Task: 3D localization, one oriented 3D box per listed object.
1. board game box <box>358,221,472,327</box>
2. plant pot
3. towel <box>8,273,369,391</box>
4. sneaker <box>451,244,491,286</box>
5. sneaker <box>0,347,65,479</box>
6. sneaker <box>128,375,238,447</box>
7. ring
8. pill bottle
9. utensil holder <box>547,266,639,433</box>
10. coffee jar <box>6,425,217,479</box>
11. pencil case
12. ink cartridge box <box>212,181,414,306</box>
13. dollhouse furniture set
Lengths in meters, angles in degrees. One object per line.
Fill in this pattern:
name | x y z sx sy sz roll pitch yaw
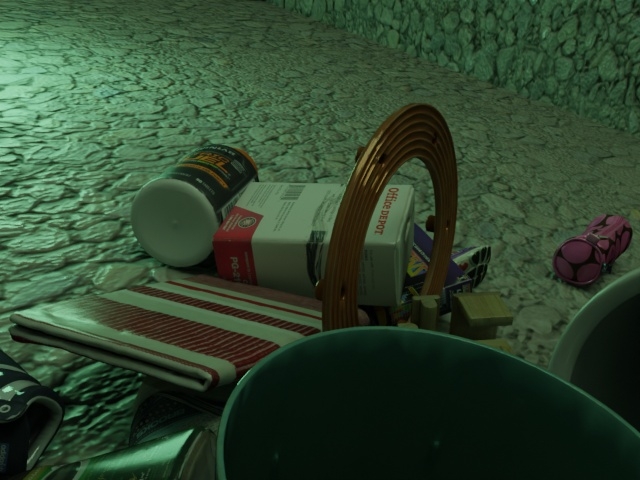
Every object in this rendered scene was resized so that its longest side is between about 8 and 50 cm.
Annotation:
board game box | 0.109 0.049 1.069 0.141 0.048 0.170 -19 34 -13
plant pot | 0.061 0.233 0.491 0.293 0.235 0.293 11 27 -5
towel | -0.117 0.089 0.797 0.237 0.037 0.329 10 8 25
sneaker | 0.201 0.035 1.181 0.170 0.068 0.071 -10 28 -40
sneaker | -0.338 0.161 0.602 0.153 0.099 0.282 24 24 25
sneaker | -0.039 0.196 0.697 0.283 0.110 0.122 5 31 2
ring | 0.080 0.015 0.851 0.032 0.336 0.336 13 22 27
pill bottle | -0.168 -0.065 1.123 0.130 0.130 0.245 17 25 7
utensil holder | 0.465 0.144 0.790 0.328 0.327 0.385 31 28 33
coffee jar | -0.158 0.200 0.552 0.184 0.079 0.096 -17 17 16
pencil case | 0.483 0.010 1.336 0.095 0.098 0.209 26 27 25
ink cartridge box | 0.000 0.000 1.020 0.237 0.100 0.172 2 30 13
dollhouse furniture set | 0.148 0.149 0.847 0.144 0.123 0.151 -2 25 -6
